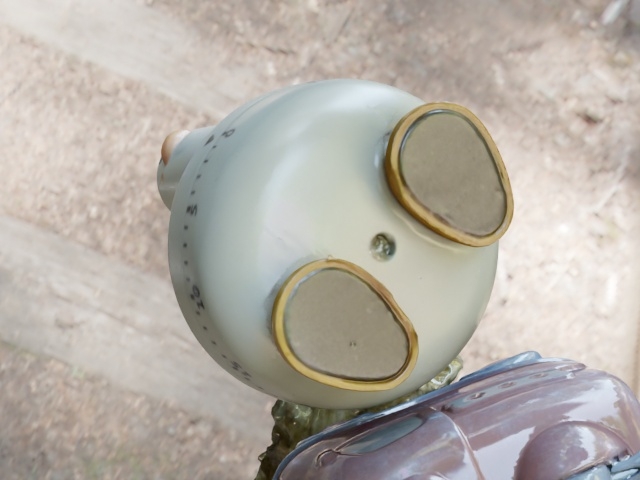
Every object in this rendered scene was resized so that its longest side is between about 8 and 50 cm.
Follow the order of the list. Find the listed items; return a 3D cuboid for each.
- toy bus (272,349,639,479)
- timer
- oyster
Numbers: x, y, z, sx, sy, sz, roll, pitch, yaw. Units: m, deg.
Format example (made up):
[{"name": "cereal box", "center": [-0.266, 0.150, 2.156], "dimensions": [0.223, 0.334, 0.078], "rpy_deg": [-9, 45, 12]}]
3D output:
[{"name": "toy bus", "center": [0.114, 0.193, 1.001], "dimensions": [0.294, 0.232, 0.197], "rpy_deg": [-19, 83, -9]}, {"name": "timer", "center": [0.000, 0.000, 1.009], "dimensions": [0.233, 0.240, 0.234], "rpy_deg": [-1, 92, -25]}, {"name": "oyster", "center": [0.029, 0.147, 1.237], "dimensions": [0.110, 0.341, 0.166], "rpy_deg": [38, -1, 23]}]
